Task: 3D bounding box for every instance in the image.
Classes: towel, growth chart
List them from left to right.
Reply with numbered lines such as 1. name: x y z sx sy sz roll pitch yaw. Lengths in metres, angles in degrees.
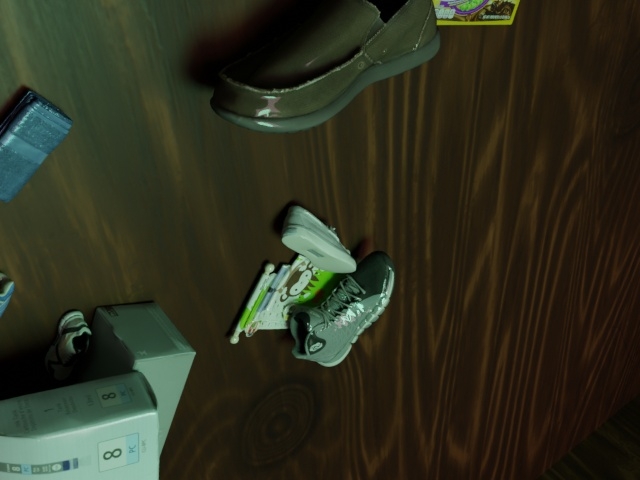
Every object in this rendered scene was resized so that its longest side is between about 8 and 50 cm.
1. towel: -0.328 -0.100 0.914 0.119 0.029 0.067 -50 143 1
2. growth chart: -0.034 0.088 1.393 0.237 0.021 0.172 0 121 -47

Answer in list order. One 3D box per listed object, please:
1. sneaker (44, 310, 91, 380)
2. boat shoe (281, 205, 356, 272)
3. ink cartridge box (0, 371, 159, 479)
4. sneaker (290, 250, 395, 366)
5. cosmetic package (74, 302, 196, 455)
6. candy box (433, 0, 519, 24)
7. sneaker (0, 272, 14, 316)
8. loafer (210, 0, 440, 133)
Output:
1. sneaker: -0.335 0.148 1.119 0.040 0.044 0.109 -6 128 -45
2. boat shoe: 0.000 0.000 1.316 0.184 0.066 0.063 30 59 -46
3. ink cartridge box: -0.393 0.340 1.038 0.385 0.091 0.308 -10 126 -26
4. sneaker: 0.027 0.113 1.390 0.132 0.086 0.228 13 112 -48
5. cosmetic package: -0.272 0.216 1.175 0.107 0.127 0.238 1 123 -44
6. candy box: 0.228 -0.371 1.241 0.206 0.027 0.105 -13 127 -39
7. sneaker: -0.412 0.047 0.918 0.081 0.080 0.211 -56 164 -10
8. loafer: 0.008 -0.252 1.054 0.366 0.134 0.130 -35 138 -34
